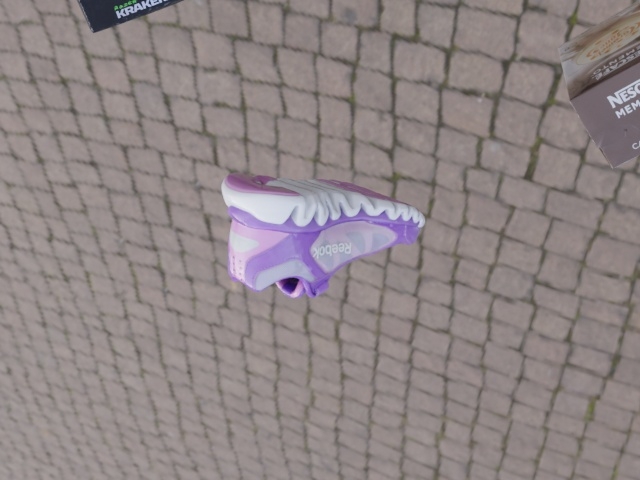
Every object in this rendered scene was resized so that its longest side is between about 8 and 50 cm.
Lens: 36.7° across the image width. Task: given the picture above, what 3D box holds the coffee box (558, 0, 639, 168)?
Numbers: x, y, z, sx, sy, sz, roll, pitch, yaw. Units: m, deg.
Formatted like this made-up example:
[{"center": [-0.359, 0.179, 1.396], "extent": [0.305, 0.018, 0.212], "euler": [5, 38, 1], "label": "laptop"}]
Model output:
[{"center": [0.370, -0.196, 1.136], "extent": [0.141, 0.246, 0.098], "euler": [-30, 106, 21], "label": "coffee box"}]

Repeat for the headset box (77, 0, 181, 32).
[{"center": [-0.190, -0.394, 1.053], "extent": [0.283, 0.246, 0.131], "euler": [88, 158, -69], "label": "headset box"}]

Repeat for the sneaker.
[{"center": [0.000, 0.000, 0.876], "extent": [0.095, 0.236, 0.104], "euler": [19, 103, 41], "label": "sneaker"}]
